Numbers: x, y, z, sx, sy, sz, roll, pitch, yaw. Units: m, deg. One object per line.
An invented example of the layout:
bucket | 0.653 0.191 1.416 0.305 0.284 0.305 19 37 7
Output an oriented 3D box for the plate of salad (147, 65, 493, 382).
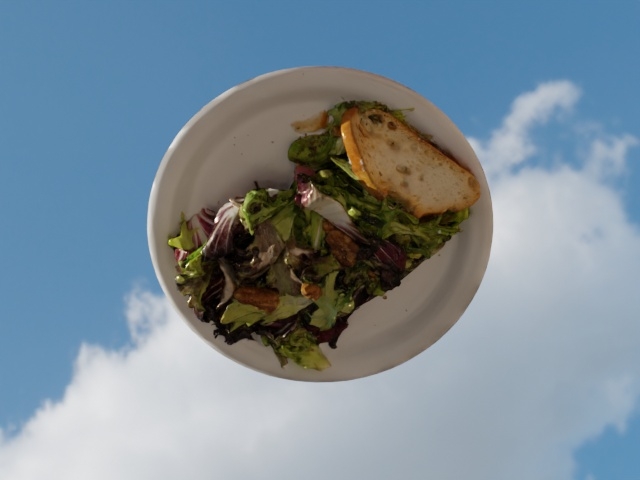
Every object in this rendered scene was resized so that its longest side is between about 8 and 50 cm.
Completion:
plate of salad | 0.000 0.000 0.668 0.199 0.048 0.200 0 -65 -1
